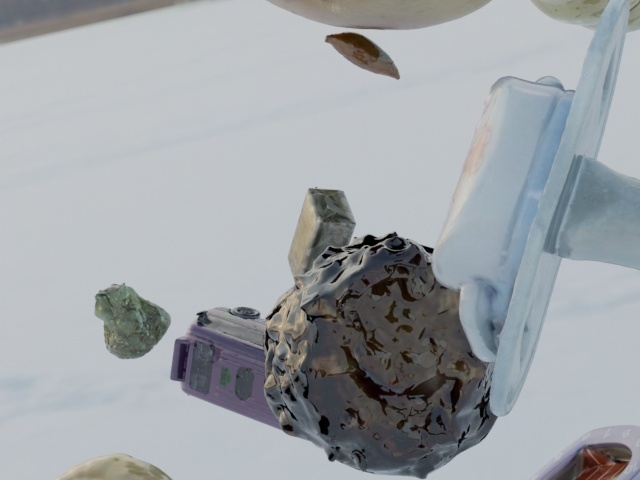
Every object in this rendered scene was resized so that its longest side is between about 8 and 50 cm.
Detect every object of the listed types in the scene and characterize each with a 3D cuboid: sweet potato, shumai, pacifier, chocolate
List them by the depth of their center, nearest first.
[{"bbox_3d":[0.197,-0.004,1.041,0.226,0.287,0.238,17,-24,16],"label":"pacifier"},{"bbox_3d":[0.062,0.072,1.318,0.224,0.206,0.177,-29,-21,-14],"label":"chocolate"},{"bbox_3d":[0.049,-0.205,1.769,0.095,0.034,0.034,29,4,-10],"label":"sweet potato"},{"bbox_3d":[-0.224,0.086,1.838,0.083,0.080,0.082,-16,46,25],"label":"shumai"}]

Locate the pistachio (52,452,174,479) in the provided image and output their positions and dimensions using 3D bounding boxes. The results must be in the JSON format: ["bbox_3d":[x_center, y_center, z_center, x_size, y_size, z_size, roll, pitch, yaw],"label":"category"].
[{"bbox_3d":[-0.135,0.253,1.285,0.117,0.200,0.145,-48,13,-8],"label":"pistachio"}]

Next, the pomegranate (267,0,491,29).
[{"bbox_3d":[0.050,-0.419,1.626,0.417,0.416,0.416,-12,9,2],"label":"pomegranate"}]

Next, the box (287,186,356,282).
[{"bbox_3d":[0.000,0.000,1.631,0.045,0.098,0.062,4,40,-20],"label":"box"}]

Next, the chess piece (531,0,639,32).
[{"bbox_3d":[0.179,-0.270,1.392,0.300,0.167,0.167,-1,-1,-42],"label":"chess piece"}]

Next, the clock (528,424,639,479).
[{"bbox_3d":[0.278,0.260,1.652,0.198,0.064,0.172,-31,10,29],"label":"clock"}]

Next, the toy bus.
[{"bbox_3d":[-0.052,0.125,1.535,0.178,0.087,0.098,17,19,29],"label":"toy bus"}]
